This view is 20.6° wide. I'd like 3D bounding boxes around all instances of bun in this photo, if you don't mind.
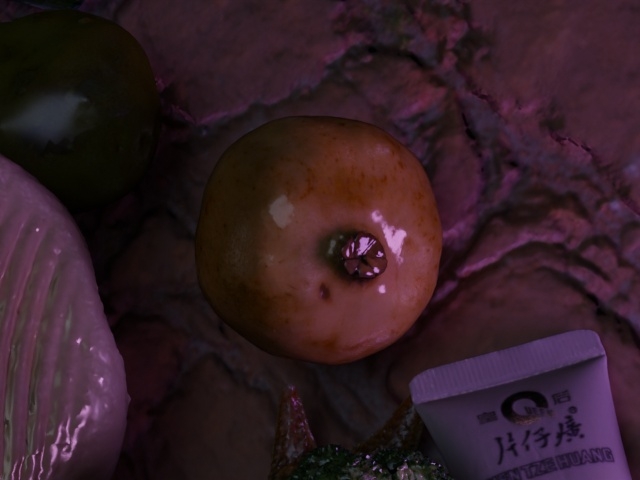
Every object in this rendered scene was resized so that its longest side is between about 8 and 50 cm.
[{"bbox_3d":[-0.323,0.096,1.299,0.227,0.352,0.349,-35,43,55],"label":"bun"}]

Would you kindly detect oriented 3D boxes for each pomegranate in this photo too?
[{"bbox_3d":[0.000,0.000,1.264,0.196,0.196,0.196,-9,69,25],"label":"pomegranate"}]

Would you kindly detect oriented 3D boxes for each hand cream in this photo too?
[{"bbox_3d":[0.170,0.207,1.166,0.139,0.089,0.314,-17,59,-4],"label":"hand cream"}]

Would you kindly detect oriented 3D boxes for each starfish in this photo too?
[{"bbox_3d":[0.019,0.219,1.261,0.138,0.050,0.247,-2,79,27],"label":"starfish"}]

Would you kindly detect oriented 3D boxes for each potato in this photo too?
[{"bbox_3d":[-0.235,-0.103,1.450,0.253,0.148,0.186,23,58,39],"label":"potato"}]

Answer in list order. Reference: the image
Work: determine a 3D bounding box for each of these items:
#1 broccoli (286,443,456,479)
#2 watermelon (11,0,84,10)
[{"bbox_3d":[0.039,0.221,1.134,0.195,0.156,0.195,9,118,18],"label":"broccoli"},{"bbox_3d":[-0.251,-0.359,1.465,0.302,0.264,0.151,-59,17,-3],"label":"watermelon"}]
